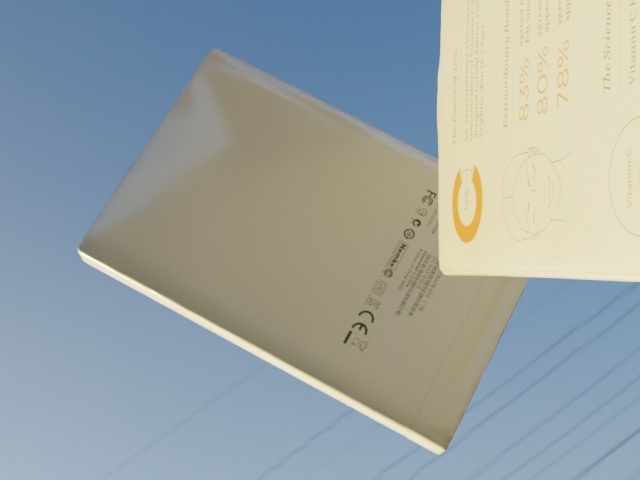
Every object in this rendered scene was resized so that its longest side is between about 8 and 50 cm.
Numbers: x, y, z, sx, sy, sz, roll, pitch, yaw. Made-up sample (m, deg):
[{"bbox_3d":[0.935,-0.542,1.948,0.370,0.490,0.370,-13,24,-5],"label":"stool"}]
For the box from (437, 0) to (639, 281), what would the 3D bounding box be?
[{"bbox_3d":[0.193,-0.086,0.458,0.168,0.345,0.215,1,-91,-12],"label":"box"}]

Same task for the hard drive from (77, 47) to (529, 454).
[{"bbox_3d":[0.000,0.000,0.821,0.233,0.353,0.047,-60,-7,-18],"label":"hard drive"}]
